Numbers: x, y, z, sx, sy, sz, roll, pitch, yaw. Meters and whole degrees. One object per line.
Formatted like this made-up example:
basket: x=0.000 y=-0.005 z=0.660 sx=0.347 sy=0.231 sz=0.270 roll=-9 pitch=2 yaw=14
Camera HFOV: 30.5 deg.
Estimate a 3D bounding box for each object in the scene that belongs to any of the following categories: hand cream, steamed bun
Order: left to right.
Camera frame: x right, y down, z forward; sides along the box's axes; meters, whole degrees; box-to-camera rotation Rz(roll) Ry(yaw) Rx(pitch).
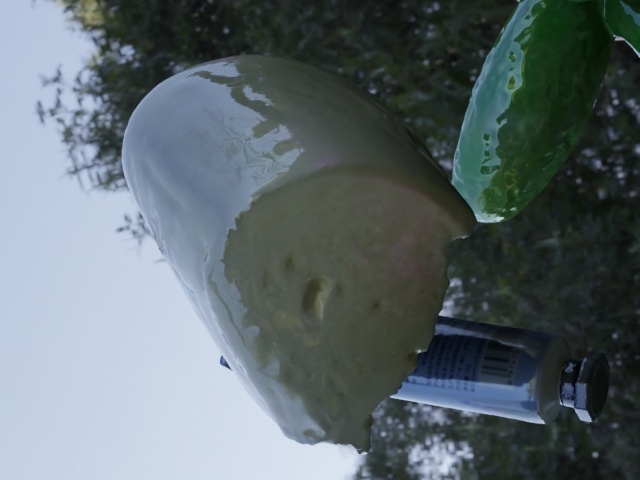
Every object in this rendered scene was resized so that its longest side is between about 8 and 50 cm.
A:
steamed bun: x=0.000 y=0.000 z=0.676 sx=0.170 sy=0.225 sz=0.200 roll=-25 pitch=-55 yaw=-10
hand cream: x=0.057 y=0.069 z=0.756 sx=0.088 sy=0.256 sz=0.055 roll=-57 pitch=-38 yaw=-36

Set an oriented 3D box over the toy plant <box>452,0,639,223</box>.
toy plant: x=0.225 y=-0.221 z=0.952 sx=0.317 sy=0.210 sz=0.356 roll=101 pitch=-171 yaw=-50
